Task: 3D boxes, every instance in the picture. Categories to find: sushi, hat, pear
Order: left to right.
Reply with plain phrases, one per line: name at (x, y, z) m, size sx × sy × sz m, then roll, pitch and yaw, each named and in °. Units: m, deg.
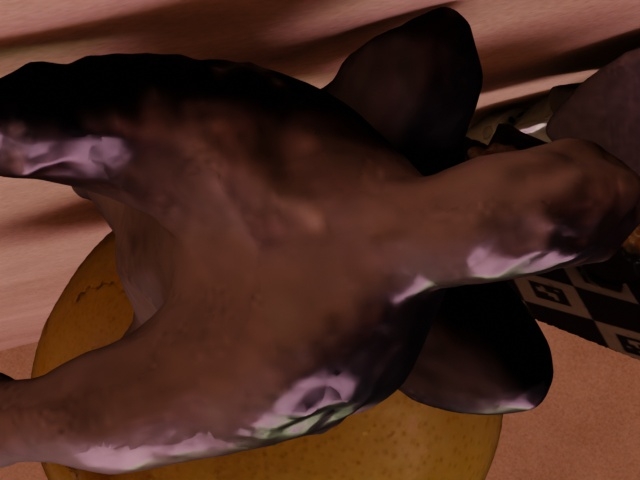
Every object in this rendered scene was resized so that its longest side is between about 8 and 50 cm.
pear at (-0.040, 0.115, 1.477) m, size 0.348 × 0.348 × 0.348 m, roll -13°, pitch 177°, yaw -1°
hat at (0.143, -0.069, 1.460) m, size 0.122 × 0.081 × 0.166 m, roll -56°, pitch -167°, yaw -9°
sushi at (0.134, -0.023, 1.188) m, size 0.192 × 0.043 × 0.279 m, roll 21°, pitch -159°, yaw -1°

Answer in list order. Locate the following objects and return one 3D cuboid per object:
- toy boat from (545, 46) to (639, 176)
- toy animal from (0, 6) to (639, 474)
toy boat at (0.281, -0.094, 1.257) m, size 0.276 × 0.111 × 0.293 m, roll -8°, pitch -172°, yaw 18°
toy animal at (0.000, 0.000, 0.902) m, size 0.303 × 0.194 × 0.344 m, roll -9°, pitch -177°, yaw 11°
